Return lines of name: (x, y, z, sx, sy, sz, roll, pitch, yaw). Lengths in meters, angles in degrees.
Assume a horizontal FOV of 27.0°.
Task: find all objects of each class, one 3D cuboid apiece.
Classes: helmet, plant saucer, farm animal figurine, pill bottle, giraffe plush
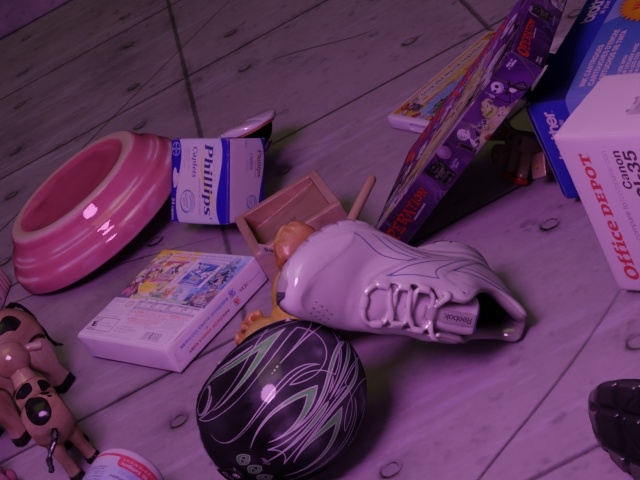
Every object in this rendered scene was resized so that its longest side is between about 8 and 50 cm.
helmet: (-0.032, 0.165, 1.374, 0.161, 0.169, 0.169, -34, 23, 28)
plant saucer: (-0.369, -0.061, 2.112, 0.332, 0.084, 0.332, -31, 28, 19)
farm animal figurine: (-0.427, 0.196, 1.690, 0.330, 0.172, 0.327, -19, 29, 21)
pill bottle: (-0.235, 0.305, 1.415, 0.087, 0.087, 0.160, -10, 34, 33)
giraffe plush: (-0.025, 0.093, 1.506, 0.210, 0.181, 0.170, 5, 59, 43)

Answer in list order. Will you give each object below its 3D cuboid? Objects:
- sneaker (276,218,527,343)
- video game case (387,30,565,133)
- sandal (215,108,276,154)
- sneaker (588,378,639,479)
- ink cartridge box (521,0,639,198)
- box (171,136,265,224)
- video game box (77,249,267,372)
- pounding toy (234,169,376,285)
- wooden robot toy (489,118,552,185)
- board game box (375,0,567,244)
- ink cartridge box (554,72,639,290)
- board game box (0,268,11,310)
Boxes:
sneaker: (0.091, 0.052, 1.372, 0.297, 0.111, 0.129, 1, 21, -34)
video game case: (0.236, -0.224, 1.914, 0.227, 0.026, 0.206, -41, 29, -19)
sandal: (-0.134, -0.130, 2.076, 0.102, 0.076, 0.265, -32, 3, -34)
sneaker: (0.347, 0.159, 1.116, 0.106, 0.101, 0.267, -22, 17, -37)
ink cartridge box: (0.418, -0.189, 1.534, 0.395, 0.151, 0.270, -6, 36, 37)
box: (-0.150, -0.087, 1.935, 0.072, 0.126, 0.137, -2, 3, -44)
video game box: (-0.200, 0.090, 1.786, 0.205, 0.048, 0.187, 4, 44, 47)
pounding toy: (0.009, -0.003, 1.684, 0.181, 0.094, 0.206, -32, 28, -1)
wooden robot toy: (0.270, -0.112, 1.677, 0.079, 0.076, 0.173, -1, 19, -22)
board game box: (0.179, -0.151, 1.618, 0.347, 0.056, 0.208, -55, 2, 42)
ink cartridge box: (0.394, -0.052, 1.272, 0.283, 0.207, 0.117, 2, 40, 47)
board game box: (-0.596, 0.126, 2.110, 0.193, 0.045, 0.147, -23, 28, 14)
